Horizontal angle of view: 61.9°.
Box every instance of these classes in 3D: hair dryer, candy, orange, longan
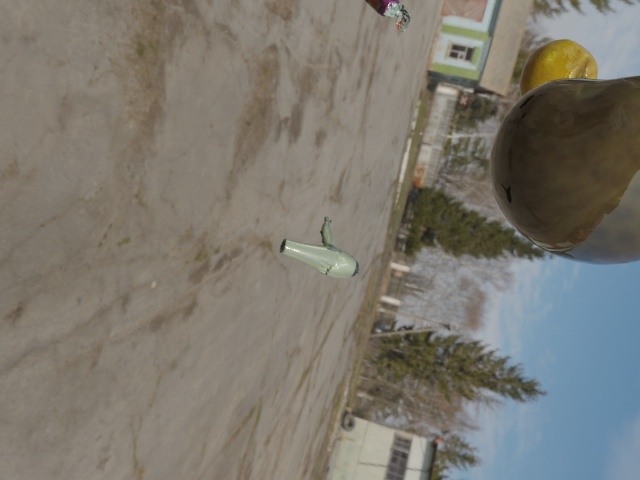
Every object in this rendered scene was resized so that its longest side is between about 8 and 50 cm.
[{"bbox_3d":[-0.020,0.007,1.462,0.088,0.218,0.225,-55,-133,34],"label":"hair dryer"},{"bbox_3d":[0.123,-0.498,1.100,0.043,0.175,0.045,-23,155,-31],"label":"candy"},{"bbox_3d":[0.860,-0.583,1.931,0.279,0.235,0.279,-20,122,-35],"label":"orange"},{"bbox_3d":[0.517,-0.130,1.002,0.336,0.404,0.405,-41,156,-23],"label":"longan"}]
